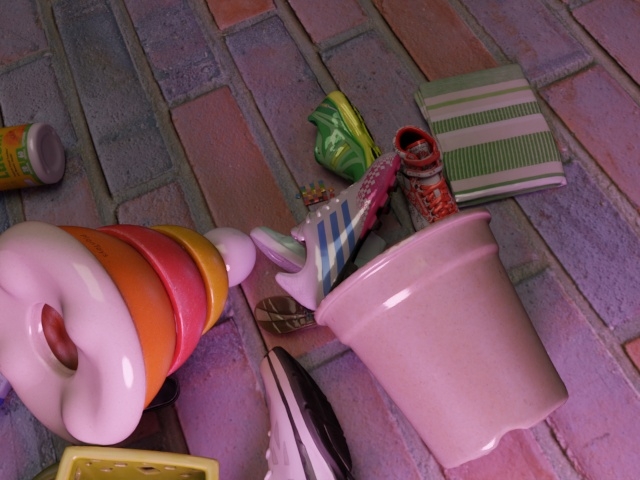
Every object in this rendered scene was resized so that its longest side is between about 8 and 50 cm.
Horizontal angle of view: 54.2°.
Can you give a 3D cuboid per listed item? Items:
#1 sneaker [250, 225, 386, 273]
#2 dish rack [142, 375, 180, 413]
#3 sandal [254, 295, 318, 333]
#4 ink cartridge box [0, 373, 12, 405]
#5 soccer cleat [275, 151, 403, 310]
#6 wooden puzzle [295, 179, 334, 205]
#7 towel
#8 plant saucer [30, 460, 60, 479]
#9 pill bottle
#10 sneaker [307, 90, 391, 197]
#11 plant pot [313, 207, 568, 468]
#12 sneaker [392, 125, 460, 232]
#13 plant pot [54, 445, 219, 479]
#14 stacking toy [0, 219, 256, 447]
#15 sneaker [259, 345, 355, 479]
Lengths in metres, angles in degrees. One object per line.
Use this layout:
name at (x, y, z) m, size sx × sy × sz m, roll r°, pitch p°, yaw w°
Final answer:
sneaker at (0.000, 0.000, 1.208) m, size 0.255 × 0.094 × 0.151 m, roll 26°, pitch 74°, yaw 10°
dish rack at (-0.388, 0.195, 1.179) m, size 0.208 × 0.074 × 0.272 m, roll -15°, pitch 59°, yaw -2°
sandal at (-0.034, 0.134, 1.168) m, size 0.180 × 0.049 × 0.072 m, roll -11°, pitch 74°, yaw 6°
ink cartridge box at (-0.649, 0.198, 1.179) m, size 0.185 × 0.065 × 0.311 m, roll 27°, pitch 72°, yaw -6°
soccer cleat at (0.033, -0.037, 1.109) m, size 0.143 × 0.116 × 0.331 m, roll 24°, pitch 71°, yaw 10°
wooden puzzle at (-0.013, -0.100, 1.315) m, size 0.083 × 0.006 × 0.049 m, roll -17°, pitch 61°, yaw -1°
towel at (0.351, -0.227, 1.315) m, size 0.247 × 0.038 × 0.325 m, roll -12°, pitch 59°, yaw 1°
plant saucer at (-0.429, 0.484, 1.046) m, size 0.240 × 0.037 × 0.241 m, roll -3°, pitch 62°, yaw 6°
pill bottle at (-0.713, -0.179, 1.387) m, size 0.245 × 0.136 × 0.137 m, roll -7°, pitch 61°, yaw 5°
sneaker at (0.059, -0.171, 1.304) m, size 0.123 × 0.109 × 0.296 m, roll -32°, pitch 62°, yaw 20°
plant pot at (0.207, 0.168, 0.986) m, size 0.333 × 0.334 × 0.306 m, roll -29°, pitch 72°, yaw -7°
sneaker at (0.208, -0.096, 1.201) m, size 0.090 × 0.145 × 0.270 m, roll -21°, pitch 61°, yaw -3°
plant pot at (-0.279, 0.443, 0.930) m, size 0.228 × 0.207 × 0.227 m, roll 9°, pitch 63°, yaw -8°
stacking toy at (-0.269, 0.088, 1.064) m, size 0.350 × 0.351 × 0.479 m, roll 33°, pitch 33°, yaw 23°
sneaker at (-0.076, 0.392, 0.971) m, size 0.257 × 0.169 × 0.448 m, roll -31°, pitch 50°, yaw 5°
